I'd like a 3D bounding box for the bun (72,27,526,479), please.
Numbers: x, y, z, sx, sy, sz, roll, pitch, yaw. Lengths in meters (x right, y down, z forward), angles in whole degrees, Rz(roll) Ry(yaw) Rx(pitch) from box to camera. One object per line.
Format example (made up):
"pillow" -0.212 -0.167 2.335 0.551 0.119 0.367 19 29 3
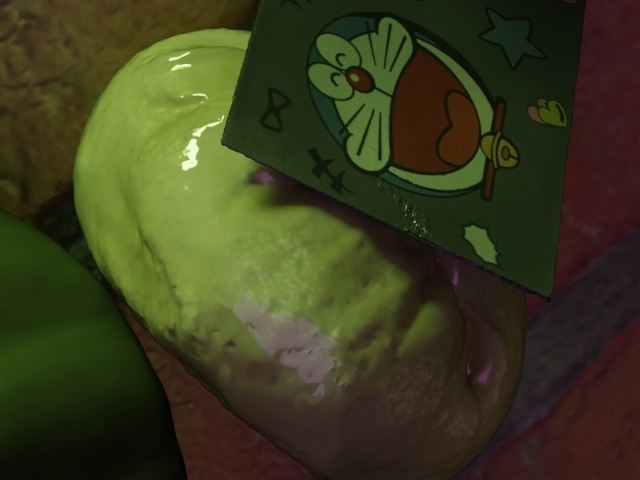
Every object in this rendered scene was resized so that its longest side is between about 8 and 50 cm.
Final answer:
"bun" 0.000 0.000 0.909 0.259 0.259 0.160 39 102 -18

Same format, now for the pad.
"pad" 0.049 -0.098 0.886 0.170 0.245 0.006 25 139 -14

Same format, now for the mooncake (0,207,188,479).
"mooncake" -0.235 0.137 0.898 0.351 0.187 0.351 7 102 33
